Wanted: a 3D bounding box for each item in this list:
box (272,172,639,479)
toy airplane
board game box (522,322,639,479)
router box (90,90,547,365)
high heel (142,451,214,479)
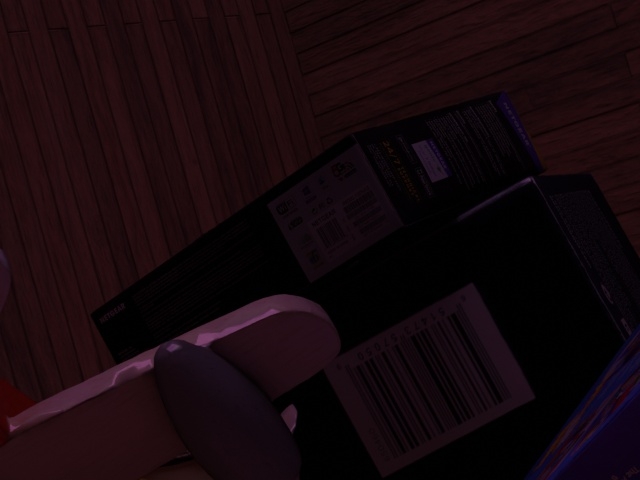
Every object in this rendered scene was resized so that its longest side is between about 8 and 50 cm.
[{"bbox_3d":[0.135,0.101,1.291,0.293,0.212,0.395,-31,-5,16],"label":"box"},{"bbox_3d":[-0.204,0.189,1.017,0.384,0.272,0.386,0,-44,-35],"label":"toy airplane"},{"bbox_3d":[0.221,0.066,0.822,0.347,0.078,0.233,-38,-13,-51],"label":"board game box"},{"bbox_3d":[0.000,0.000,1.218,0.309,0.081,0.243,-33,-7,34],"label":"router box"},{"bbox_3d":[-0.160,0.285,1.801,0.186,0.093,0.261,-22,-11,8],"label":"high heel"}]
